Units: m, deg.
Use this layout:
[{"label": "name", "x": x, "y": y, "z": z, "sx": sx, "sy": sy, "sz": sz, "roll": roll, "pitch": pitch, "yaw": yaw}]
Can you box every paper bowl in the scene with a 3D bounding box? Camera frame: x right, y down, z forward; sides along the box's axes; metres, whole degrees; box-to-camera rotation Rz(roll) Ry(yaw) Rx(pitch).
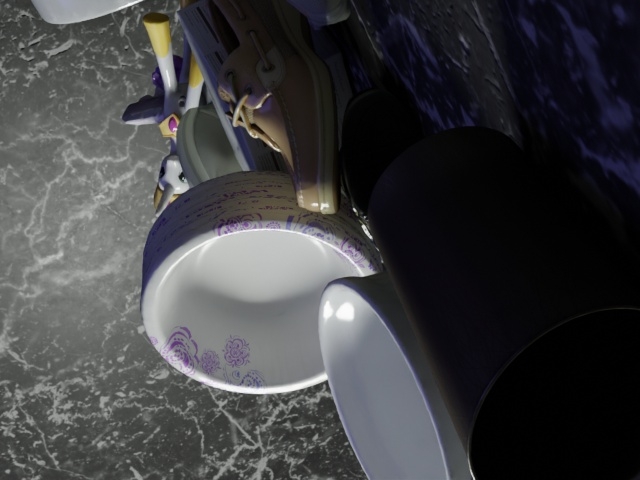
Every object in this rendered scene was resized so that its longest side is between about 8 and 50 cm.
[{"label": "paper bowl", "x": -0.069, "y": 0.038, "z": 1.525, "sx": 0.148, "sy": 0.284, "sz": 0.284, "roll": -97, "pitch": -11, "yaw": -50}]

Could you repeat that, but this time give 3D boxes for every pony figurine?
[{"label": "pony figurine", "x": -0.220, "y": -0.245, "z": 2.217, "sx": 0.351, "sy": 0.303, "sz": 0.363, "roll": -66, "pitch": -16, "yaw": -61}]

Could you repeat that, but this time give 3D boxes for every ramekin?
[{"label": "ramekin", "x": 0.116, "y": 0.148, "z": 1.269, "sx": 0.277, "sy": 0.135, "sz": 0.277, "roll": 55, "pitch": 156, "yaw": 38}]

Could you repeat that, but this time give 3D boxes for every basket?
[{"label": "basket", "x": 0.129, "y": 0.039, "z": 0.878, "sx": 0.204, "sy": 0.154, "sz": 0.227, "roll": 73, "pitch": 174, "yaw": -45}]

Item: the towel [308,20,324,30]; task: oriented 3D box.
[{"label": "towel", "x": -0.053, "y": -0.343, "z": 1.479, "sx": 0.197, "sy": 0.029, "sz": 0.144, "roll": 60, "pitch": 173, "yaw": 41}]

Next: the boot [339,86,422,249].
[{"label": "boot", "x": 0.054, "y": -0.083, "z": 1.361, "sx": 0.178, "sy": 0.085, "sz": 0.236, "roll": -118, "pitch": 7, "yaw": -55}]

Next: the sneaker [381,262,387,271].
[{"label": "sneaker", "x": 0.096, "y": 0.065, "z": 1.756, "sx": 0.166, "sy": 0.065, "sz": 0.076, "roll": 103, "pitch": 148, "yaw": -76}]

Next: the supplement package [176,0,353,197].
[{"label": "supplement package", "x": -0.047, "y": -0.167, "z": 1.602, "sx": 0.204, "sy": 0.145, "sz": 0.262, "roll": 60, "pitch": 172, "yaw": 42}]

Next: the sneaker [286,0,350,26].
[{"label": "sneaker", "x": -0.050, "y": -0.309, "z": 1.282, "sx": 0.262, "sy": 0.099, "sz": 0.121, "roll": 62, "pitch": 179, "yaw": 34}]

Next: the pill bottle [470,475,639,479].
[{"label": "pill bottle", "x": 0.213, "y": 0.277, "z": 1.034, "sx": 0.162, "sy": 0.162, "sz": 0.278, "roll": 58, "pitch": 172, "yaw": 50}]

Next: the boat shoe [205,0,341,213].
[{"label": "boat shoe", "x": -0.051, "y": -0.151, "z": 1.338, "sx": 0.121, "sy": 0.110, "sz": 0.341, "roll": 88, "pitch": 170, "yaw": -45}]

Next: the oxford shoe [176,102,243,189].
[{"label": "oxford shoe", "x": -0.110, "y": -0.140, "z": 1.894, "sx": 0.449, "sy": 0.130, "sz": 0.169, "roll": -66, "pitch": -42, "yaw": -70}]

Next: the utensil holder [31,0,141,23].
[{"label": "utensil holder", "x": -0.309, "y": -0.514, "z": 1.627, "sx": 0.385, "sy": 0.328, "sz": 0.327, "roll": 66, "pitch": 175, "yaw": -27}]
